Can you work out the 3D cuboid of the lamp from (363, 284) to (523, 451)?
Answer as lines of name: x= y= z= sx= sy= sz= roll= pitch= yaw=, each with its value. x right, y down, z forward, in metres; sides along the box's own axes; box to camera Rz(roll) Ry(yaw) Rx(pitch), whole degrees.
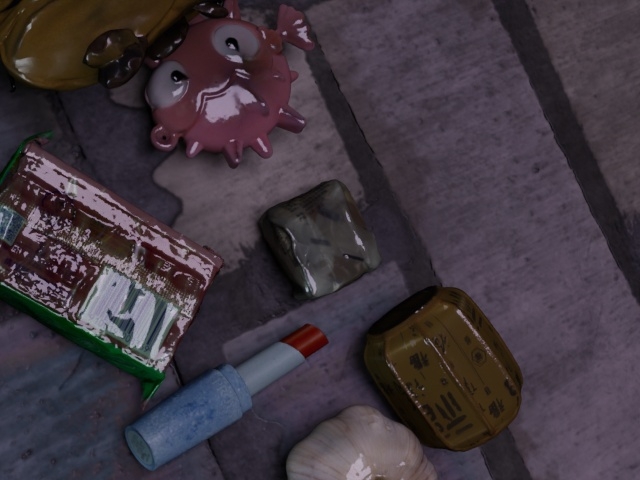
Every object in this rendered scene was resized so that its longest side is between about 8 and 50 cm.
lamp: x=0.152 y=0.158 z=1.482 sx=0.161 sy=0.161 sz=0.185 roll=-38 pitch=97 yaw=-27

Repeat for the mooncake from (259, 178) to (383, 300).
mooncake: x=0.000 y=0.000 z=1.481 sx=0.125 sy=0.073 sz=0.130 roll=-25 pitch=93 yaw=-31

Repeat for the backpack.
backpack: x=-0.188 y=-0.296 z=1.268 sx=0.378 sy=0.353 sz=0.201 roll=-34 pitch=99 yaw=13

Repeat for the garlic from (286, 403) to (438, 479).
garlic: x=0.068 y=0.282 z=1.375 sx=0.199 sy=0.226 sz=0.199 roll=4 pitch=77 yaw=-20

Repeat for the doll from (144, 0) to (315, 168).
doll: x=-0.109 y=-0.194 z=1.453 sx=0.262 sy=0.093 sz=0.211 roll=-37 pitch=89 yaw=-24

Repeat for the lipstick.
lipstick: x=-0.100 y=0.170 z=1.405 sx=0.274 sy=0.061 sz=0.068 roll=-31 pitch=96 yaw=-31

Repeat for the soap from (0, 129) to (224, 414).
soap: x=-0.254 y=0.033 z=1.335 sx=0.273 sy=0.098 sz=0.218 roll=32 pitch=67 yaw=-17
